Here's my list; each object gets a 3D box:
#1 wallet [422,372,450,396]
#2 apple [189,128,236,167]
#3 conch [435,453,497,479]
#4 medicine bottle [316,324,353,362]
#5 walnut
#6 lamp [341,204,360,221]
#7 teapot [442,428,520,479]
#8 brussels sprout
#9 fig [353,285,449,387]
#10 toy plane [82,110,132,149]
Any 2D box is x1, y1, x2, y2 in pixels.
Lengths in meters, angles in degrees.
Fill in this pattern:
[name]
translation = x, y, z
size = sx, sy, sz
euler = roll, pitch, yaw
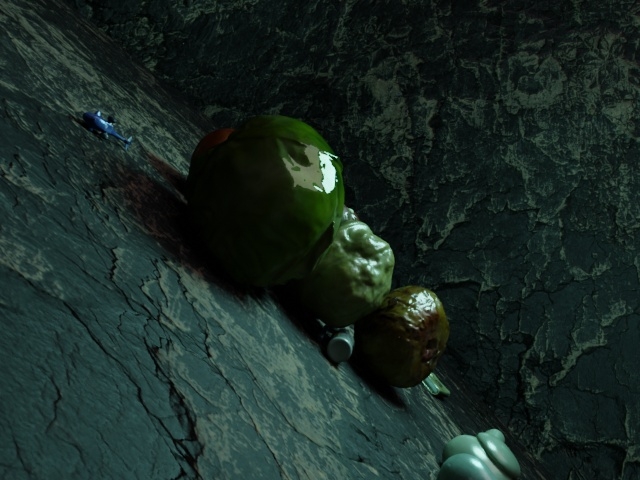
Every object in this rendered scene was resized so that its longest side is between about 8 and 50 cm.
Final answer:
[wallet]
translation = 0.416, 0.530, 2.435
size = 0.110, 0.039, 0.155
euler = 52, 9, 30
[apple]
translation = -0.241, -0.174, 1.841
size = 0.252, 0.206, 0.271
euler = 10, -30, 27
[conch]
translation = 0.323, 0.529, 1.331
size = 0.221, 0.121, 0.185
euler = 51, 4, -6
[medicine bottle]
translation = 0.039, 0.250, 1.665
size = 0.092, 0.061, 0.221
euler = 26, 3, 4
[walnut]
translation = 0.048, 0.083, 1.727
size = 0.282, 0.277, 0.253
euler = 44, -28, 13
[lamp]
translation = 0.000, 0.000, 2.090
size = 0.303, 0.257, 0.303
euler = 15, 48, -17
[teapot]
translation = 0.398, 0.542, 1.641
size = 0.220, 0.149, 0.318
euler = 45, 6, -15
[brussels sprout]
translation = -0.113, -0.102, 1.538
size = 0.342, 0.361, 0.425
euler = 37, 10, -36
[fig]
translation = 0.159, 0.245, 1.851
size = 0.369, 0.286, 0.286
euler = 14, -13, 33
[toy plane]
translation = -0.497, -0.259, 1.546
size = 0.062, 0.054, 0.167
euler = 19, -8, 30
